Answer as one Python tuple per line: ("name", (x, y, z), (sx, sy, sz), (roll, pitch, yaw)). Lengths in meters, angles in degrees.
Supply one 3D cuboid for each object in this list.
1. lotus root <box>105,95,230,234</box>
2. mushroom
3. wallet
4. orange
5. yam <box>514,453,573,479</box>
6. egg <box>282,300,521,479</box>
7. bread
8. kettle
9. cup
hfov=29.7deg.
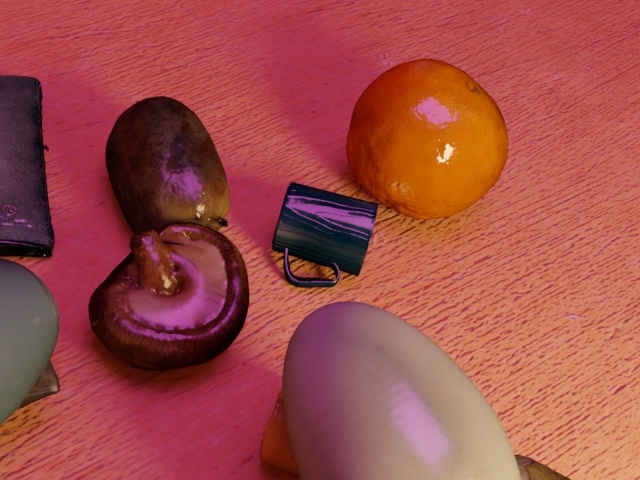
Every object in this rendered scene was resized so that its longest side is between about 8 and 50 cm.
("lotus root", (-0.229, -0.105, 1.785), (0.160, 0.152, 0.275), (-12, 47, -19))
("mushroom", (-0.197, 0.086, 1.611), (0.194, 0.138, 0.231), (43, 56, 7))
("wallet", (-0.498, -0.119, 1.780), (0.191, 0.046, 0.379), (0, 44, -18))
("orange", (0.174, -0.162, 1.937), (0.261, 0.261, 0.261), (11, 41, -9))
("yam", (0.255, 0.328, 1.527), (0.259, 0.106, 0.106), (26, 41, 7))
("egg", (0.085, 0.232, 1.366), (0.230, 0.230, 0.371), (-15, 60, -33))
("bread", (-0.027, 0.215, 1.526), (0.073, 0.122, 0.149), (21, 39, 7))
("kettle", (-0.468, 0.100, 1.388), (0.319, 0.247, 0.342), (51, 37, 3))
("cup", (0.003, -0.009, 1.794), (0.138, 0.113, 0.150), (15, 39, -1))
